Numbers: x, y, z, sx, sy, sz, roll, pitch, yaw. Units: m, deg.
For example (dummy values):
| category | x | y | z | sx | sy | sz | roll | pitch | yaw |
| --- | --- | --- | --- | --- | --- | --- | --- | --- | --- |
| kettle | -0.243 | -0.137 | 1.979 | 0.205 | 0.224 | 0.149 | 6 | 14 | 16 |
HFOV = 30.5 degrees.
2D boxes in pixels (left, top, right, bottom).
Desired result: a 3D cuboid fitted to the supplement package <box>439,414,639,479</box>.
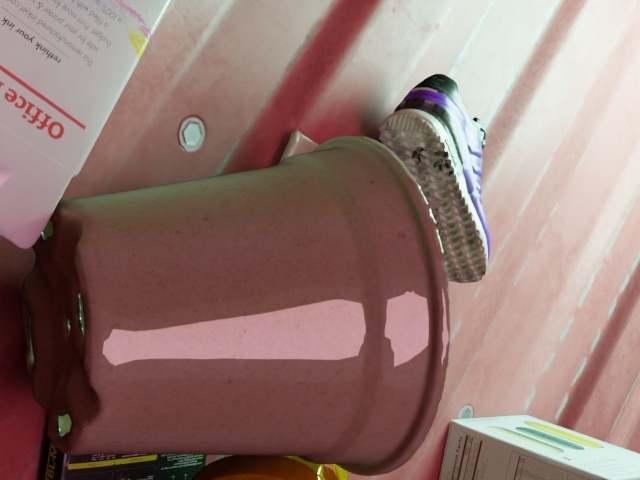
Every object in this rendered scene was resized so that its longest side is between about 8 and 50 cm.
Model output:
| category | x | y | z | sx | sy | sz | roll | pitch | yaw |
| --- | --- | --- | --- | --- | --- | --- | --- | --- | --- |
| supplement package | 0.321 | 0.374 | 1.620 | 0.199 | 0.263 | 0.198 | 6 | 96 | -47 |

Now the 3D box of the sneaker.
| category | x | y | z | sx | sy | sz | roll | pitch | yaw |
| --- | --- | --- | --- | --- | --- | --- | --- | --- | --- |
| sneaker | 0.166 | -0.080 | 1.457 | 0.146 | 0.102 | 0.293 | -62 | 146 | -39 |

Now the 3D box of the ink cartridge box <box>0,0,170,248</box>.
| category | x | y | z | sx | sy | sz | roll | pitch | yaw |
| --- | --- | --- | --- | --- | --- | --- | --- | --- | --- |
| ink cartridge box | -0.257 | -0.194 | 0.973 | 0.207 | 0.119 | 0.353 | 38 | 72 | -44 |

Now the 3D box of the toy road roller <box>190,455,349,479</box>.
| category | x | y | z | sx | sy | sz | roll | pitch | yaw |
| --- | --- | --- | --- | --- | --- | --- | --- | --- | --- |
| toy road roller | -0.035 | 0.364 | 1.230 | 0.240 | 0.203 | 0.329 | -69 | 145 | -59 |

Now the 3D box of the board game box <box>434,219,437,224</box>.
| category | x | y | z | sx | sy | sz | roll | pitch | yaw |
| --- | --- | --- | --- | --- | --- | --- | --- | --- | --- |
| board game box | 0.047 | 0.021 | 1.345 | 0.141 | 0.048 | 0.170 | 32 | 78 | -42 |

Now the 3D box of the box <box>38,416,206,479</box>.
| category | x | y | z | sx | sy | sz | roll | pitch | yaw |
| --- | --- | --- | --- | --- | --- | --- | --- | --- | --- |
| box | -0.199 | 0.231 | 1.208 | 0.191 | 0.045 | 0.184 | 2 | 102 | -47 |

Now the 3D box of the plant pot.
| category | x | y | z | sx | sy | sz | roll | pitch | yaw |
| --- | --- | --- | --- | --- | --- | --- | --- | --- | --- |
| plant pot | -0.098 | 0.070 | 1.080 | 0.306 | 0.334 | 0.333 | -3 | 104 | -29 |

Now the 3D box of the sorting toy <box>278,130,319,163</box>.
| category | x | y | z | sx | sy | sz | roll | pitch | yaw |
| --- | --- | --- | --- | --- | --- | --- | --- | --- | --- |
| sorting toy | 0.000 | 0.000 | 1.351 | 0.208 | 0.038 | 0.193 | 31 | 78 | -46 |
